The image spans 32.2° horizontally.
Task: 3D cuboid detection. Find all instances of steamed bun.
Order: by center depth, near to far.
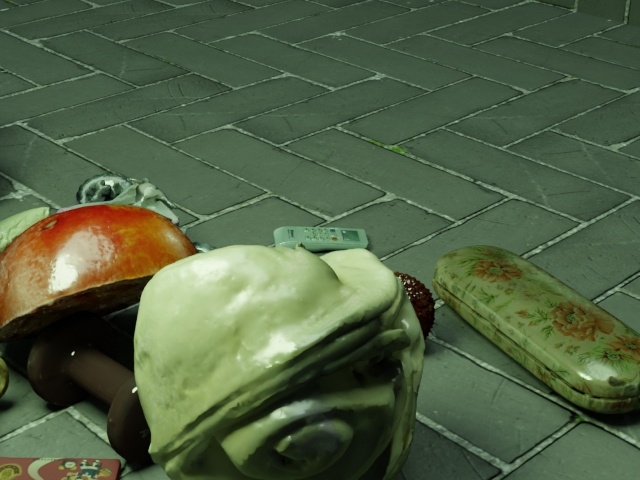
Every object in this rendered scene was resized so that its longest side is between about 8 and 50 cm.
[{"bbox_3d":[-0.025,0.167,1.267,0.339,0.352,0.247,-11,20,-26],"label":"steamed bun"}]

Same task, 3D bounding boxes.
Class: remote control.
[{"bbox_3d":[0.000,0.000,1.941,0.162,0.029,0.061,2,29,-7],"label":"remote control"}]

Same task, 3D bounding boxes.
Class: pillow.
[{"bbox_3d":[-0.558,0.064,1.661,0.280,0.076,0.274,-26,14,30],"label":"pillow"}]

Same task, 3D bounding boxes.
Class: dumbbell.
[{"bbox_3d":[-0.275,0.191,1.467,0.225,0.124,0.140,24,36,37],"label":"dumbbell"}]

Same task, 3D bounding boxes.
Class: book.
[{"bbox_3d":[-0.334,0.333,1.304,0.162,0.022,0.232,0,27,1],"label":"book"}]

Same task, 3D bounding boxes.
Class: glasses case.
[{"bbox_3d":[0.326,0.119,1.637,0.156,0.098,0.425,-10,29,-27],"label":"glasses case"}]

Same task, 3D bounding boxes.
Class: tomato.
[{"bbox_3d":[-0.338,0.033,1.584,0.338,0.144,0.338,-18,-5,-2],"label":"tomato"}]

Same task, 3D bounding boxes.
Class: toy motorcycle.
[{"bbox_3d":[-0.314,0.006,1.826,0.327,0.143,0.188,36,50,26],"label":"toy motorcycle"}]

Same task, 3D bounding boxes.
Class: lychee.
[{"bbox_3d":[0.103,0.104,1.643,0.123,0.123,0.129,-19,34,-33],"label":"lychee"}]

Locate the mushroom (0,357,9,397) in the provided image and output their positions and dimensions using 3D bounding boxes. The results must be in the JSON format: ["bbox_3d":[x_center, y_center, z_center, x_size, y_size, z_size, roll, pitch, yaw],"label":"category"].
[{"bbox_3d":[-0.487,0.244,1.368,0.159,0.122,0.329,9,27,-3],"label":"mushroom"}]
